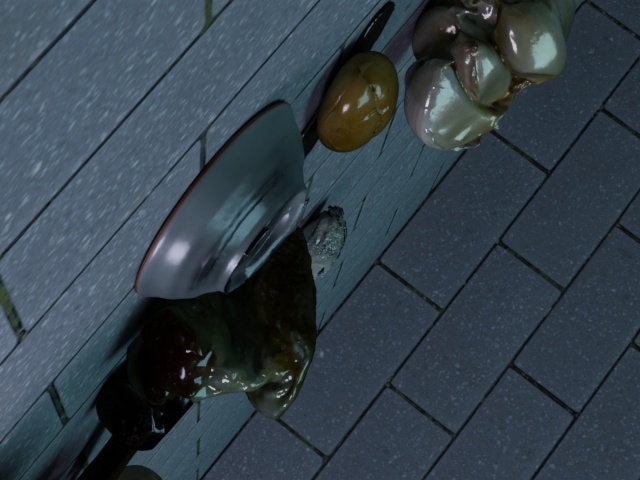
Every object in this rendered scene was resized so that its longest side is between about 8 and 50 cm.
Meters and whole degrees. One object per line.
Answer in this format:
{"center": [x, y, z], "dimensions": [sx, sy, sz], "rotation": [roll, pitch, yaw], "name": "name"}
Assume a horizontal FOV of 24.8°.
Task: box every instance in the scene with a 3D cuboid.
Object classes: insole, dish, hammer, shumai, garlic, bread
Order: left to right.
{"center": [-0.253, 0.268, 1.912], "dimensions": [0.409, 0.095, 0.242], "rotation": [-54, 174, 34], "name": "hammer"}
{"center": [-0.123, 0.079, 1.720], "dimensions": [0.272, 0.203, 0.222], "rotation": [-110, -146, -62], "name": "shumai"}
{"center": [-0.084, -0.020, 1.556], "dimensions": [0.260, 0.085, 0.260], "rotation": [-52, 174, -8], "name": "dish"}
{"center": [0.009, -0.163, 1.782], "dimensions": [0.328, 0.007, 0.111], "rotation": [-57, 173, 35], "name": "insole"}
{"center": [0.046, -0.158, 1.723], "dimensions": [0.114, 0.077, 0.189], "rotation": [-55, 172, -16], "name": "bread"}
{"center": [0.210, -0.271, 1.942], "dimensions": [0.281, 0.185, 0.203], "rotation": [-34, 150, 11], "name": "garlic"}

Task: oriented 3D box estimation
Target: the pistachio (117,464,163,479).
{"center": [-0.310, 0.428, 2.198], "dimensions": [0.152, 0.126, 0.223], "rotation": [-12, -159, 38], "name": "pistachio"}

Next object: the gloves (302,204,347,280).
{"center": [0.003, 0.003, 2.325], "dimensions": [0.114, 0.070, 0.153], "rotation": [-49, 170, -28], "name": "gloves"}
